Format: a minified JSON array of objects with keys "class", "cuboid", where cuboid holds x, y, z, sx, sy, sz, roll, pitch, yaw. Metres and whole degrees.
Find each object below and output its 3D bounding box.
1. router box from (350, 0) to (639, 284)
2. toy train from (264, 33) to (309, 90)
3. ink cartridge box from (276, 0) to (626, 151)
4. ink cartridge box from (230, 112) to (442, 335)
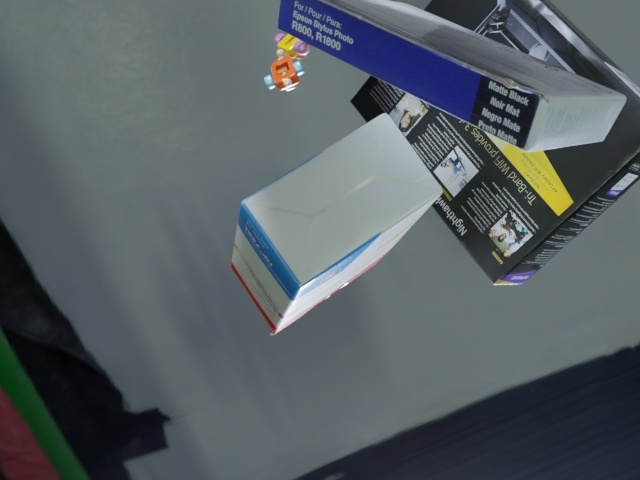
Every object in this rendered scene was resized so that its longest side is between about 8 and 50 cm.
[{"class":"router box","cuboid":[0.206,-0.142,0.876,0.081,0.243,0.308,2,-133,-51]},{"class":"toy train","cuboid":[-0.006,-0.275,1.127,0.046,0.166,0.125,57,-171,-46]},{"class":"ink cartridge box","cuboid":[0.082,-0.129,0.557,0.223,0.045,0.224,33,-155,29]},{"class":"ink cartridge box","cuboid":[0.000,0.000,0.650,0.078,0.134,0.231,54,163,8]}]
